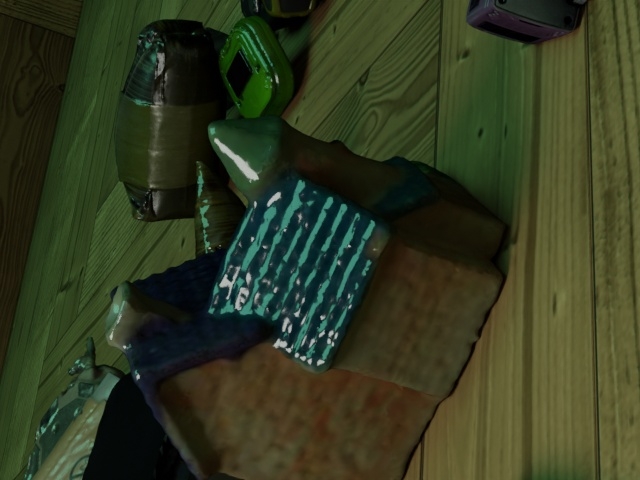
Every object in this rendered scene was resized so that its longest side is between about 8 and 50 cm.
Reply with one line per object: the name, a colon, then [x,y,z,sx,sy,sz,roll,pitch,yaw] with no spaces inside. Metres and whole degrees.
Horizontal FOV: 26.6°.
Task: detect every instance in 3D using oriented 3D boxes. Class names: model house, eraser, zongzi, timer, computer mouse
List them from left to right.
eraser: [-0.311,0.328,1.794,0.171,0.087,0.290,25,76,40]
computer mouse: [-0.336,0.316,1.988,0.199,0.115,0.389,-29,43,27]
zongzi: [-0.246,-0.209,2.004,0.317,0.154,0.289,44,131,55]
zongzi: [-0.107,0.051,1.498,0.241,0.111,0.247,65,154,5]
timer: [-0.088,-0.225,1.820,0.128,0.047,0.140,62,152,13]
model house: [-0.036,0.049,1.188,0.312,0.280,0.245,-66,20,15]

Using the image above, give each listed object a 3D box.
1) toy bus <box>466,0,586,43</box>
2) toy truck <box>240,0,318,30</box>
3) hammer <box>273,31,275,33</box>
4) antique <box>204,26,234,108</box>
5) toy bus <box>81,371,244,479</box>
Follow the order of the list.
toy bus: [0.182,-0.262,1.151,0.098,0.087,0.178,166,118,-75]
toy truck: [-0.057,-0.357,1.828,0.224,0.147,0.165,-138,43,-66]
hammer: [-0.079,-0.315,1.984,0.052,0.031,0.083,-26,44,59]
antique: [-0.178,-0.253,2.109,0.183,0.086,0.088,-26,49,64]
toy bus: [-0.162,0.327,1.385,0.171,0.162,0.386,-21,45,45]
